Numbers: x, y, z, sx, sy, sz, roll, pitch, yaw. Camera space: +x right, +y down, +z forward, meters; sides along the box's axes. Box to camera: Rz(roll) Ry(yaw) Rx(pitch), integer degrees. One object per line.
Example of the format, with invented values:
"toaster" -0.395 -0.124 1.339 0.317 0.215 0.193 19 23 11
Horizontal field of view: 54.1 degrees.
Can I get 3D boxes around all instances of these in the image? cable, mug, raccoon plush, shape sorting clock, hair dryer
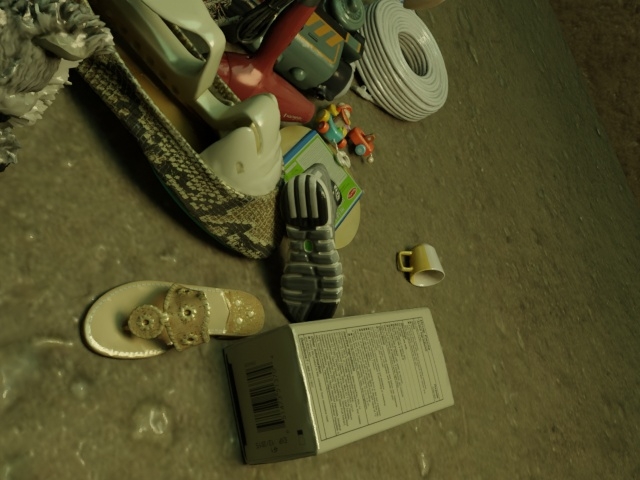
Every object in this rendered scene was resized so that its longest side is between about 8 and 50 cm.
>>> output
"cable" 0.161 -0.368 1.269 0.257 0.089 0.257 24 55 -40
"mug" 0.183 0.038 1.126 0.078 0.062 0.064 33 42 -44
"raccoon plush" -0.319 -0.250 0.496 0.216 0.299 0.446 1 72 -48
"shape sorting clock" -0.010 -0.082 0.974 0.206 0.040 0.206 24 52 -36
"hair dryer" -0.070 -0.249 0.845 0.293 0.224 0.080 67 12 -60

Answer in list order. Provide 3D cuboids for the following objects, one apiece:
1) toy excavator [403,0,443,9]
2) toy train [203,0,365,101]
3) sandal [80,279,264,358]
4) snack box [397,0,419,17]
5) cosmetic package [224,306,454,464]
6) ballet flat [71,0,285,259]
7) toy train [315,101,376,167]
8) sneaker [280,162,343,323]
"toy excavator" -0.070 -0.457 0.787 0.445 0.433 0.222 34 66 -61
"toy train" -0.060 -0.361 0.988 0.334 0.142 0.190 32 63 -38
"sandal" -0.142 0.080 0.715 0.240 0.079 0.088 4 69 -48
"snack box" 0.190 -0.531 1.434 0.178 0.022 0.064 59 41 -11
"cosmetic package" 0.035 0.182 0.830 0.296 0.129 0.153 3 69 -48
"ballet flat" -0.161 -0.175 0.735 0.482 0.182 0.164 51 41 -20
"toy train" 0.053 -0.183 1.063 0.125 0.046 0.166 54 23 -4
"sneaker" 0.000 0.000 0.872 0.132 0.086 0.228 -63 157 -61
